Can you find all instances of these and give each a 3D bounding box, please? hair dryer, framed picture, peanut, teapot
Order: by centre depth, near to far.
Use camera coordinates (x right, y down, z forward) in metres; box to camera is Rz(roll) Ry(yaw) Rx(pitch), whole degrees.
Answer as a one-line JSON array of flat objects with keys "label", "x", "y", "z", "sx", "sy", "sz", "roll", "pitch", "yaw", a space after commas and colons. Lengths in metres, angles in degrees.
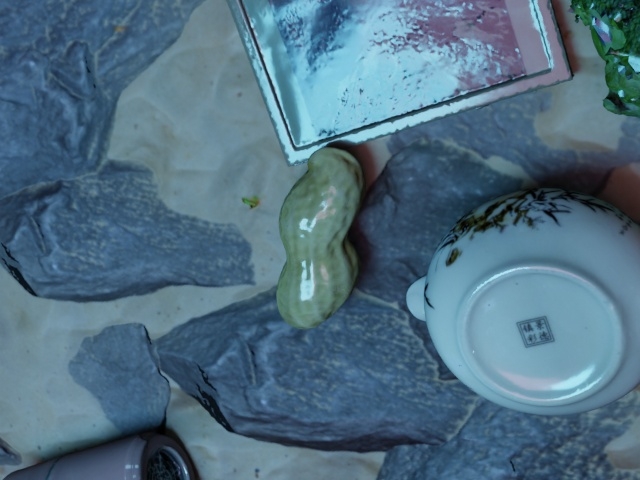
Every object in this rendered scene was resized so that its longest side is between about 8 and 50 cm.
[{"label": "teapot", "x": 0.216, "y": 0.049, "z": 0.782, "sx": 0.299, "sy": 0.166, "sz": 0.208, "roll": -16, "pitch": 98, "yaw": 13}, {"label": "framed picture", "x": 0.061, "y": -0.198, "z": 0.794, "sx": 0.281, "sy": 0.019, "sz": 0.209, "roll": -17, "pitch": 104, "yaw": 21}, {"label": "peanut", "x": 0.000, "y": 0.000, "z": 0.856, "sx": 0.082, "sy": 0.082, "sz": 0.187, "roll": 9, "pitch": 111, "yaw": 13}, {"label": "hair dryer", "x": -0.205, "y": 0.391, "z": 1.056, "sx": 0.210, "sy": 0.125, "sz": 0.352, "roll": -21, "pitch": 113, "yaw": 21}]

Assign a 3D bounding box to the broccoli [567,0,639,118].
[{"label": "broccoli", "x": 0.296, "y": -0.168, "z": 0.640, "sx": 0.265, "sy": 0.245, "sz": 0.295, "roll": -14, "pitch": 83, "yaw": -13}]
